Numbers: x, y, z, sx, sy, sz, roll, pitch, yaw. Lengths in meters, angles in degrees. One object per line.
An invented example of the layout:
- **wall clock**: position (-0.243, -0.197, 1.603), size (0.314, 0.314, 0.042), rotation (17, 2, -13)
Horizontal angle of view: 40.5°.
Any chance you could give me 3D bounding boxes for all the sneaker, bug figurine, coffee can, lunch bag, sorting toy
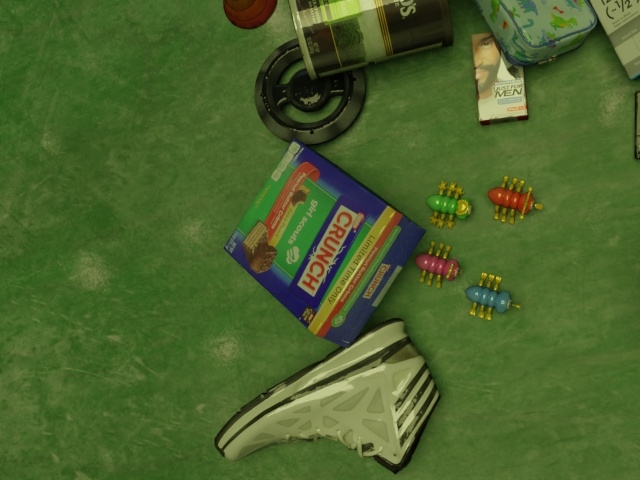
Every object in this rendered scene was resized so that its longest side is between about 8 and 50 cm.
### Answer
- **sneaker**: position (0.025, 0.364, 1.653), size (0.447, 0.169, 0.257), rotation (-33, 79, 10)
- **bug figurine**: position (0.292, 0.005, 1.640), size (0.216, 0.072, 0.279), rotation (12, 92, 16)
- **coffee can**: position (0.092, -0.429, 1.620), size (0.275, 0.201, 0.201), rotation (-14, 85, 6)
- **lunch bag**: position (0.386, -0.433, 1.582), size (0.176, 0.090, 0.219), rotation (-24, 74, -17)
- **sorting toy**: position (-0.250, -0.586, 1.779), size (0.365, 0.126, 0.127), rotation (44, 100, 12)

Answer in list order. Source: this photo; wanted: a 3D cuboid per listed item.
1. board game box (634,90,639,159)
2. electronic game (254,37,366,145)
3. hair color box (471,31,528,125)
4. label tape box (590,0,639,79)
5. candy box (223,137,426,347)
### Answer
- **board game box**: position (0.666, -0.210, 1.566), size (0.186, 0.026, 0.126), rotation (1, 89, 15)
- **electronic game**: position (-0.022, -0.303, 1.746), size (0.229, 0.048, 0.229), rotation (-2, 81, 11)
- **hair color box**: position (0.340, -0.309, 1.645), size (0.093, 0.053, 0.167), rotation (-6, 85, 15)
- **label tape box**: position (0.583, -0.491, 1.499), size (0.249, 0.115, 0.347), rotation (-31, 81, 43)
- **candy box**: position (0.000, 0.000, 1.634), size (0.317, 0.122, 0.268), rotation (39, 99, 39)
